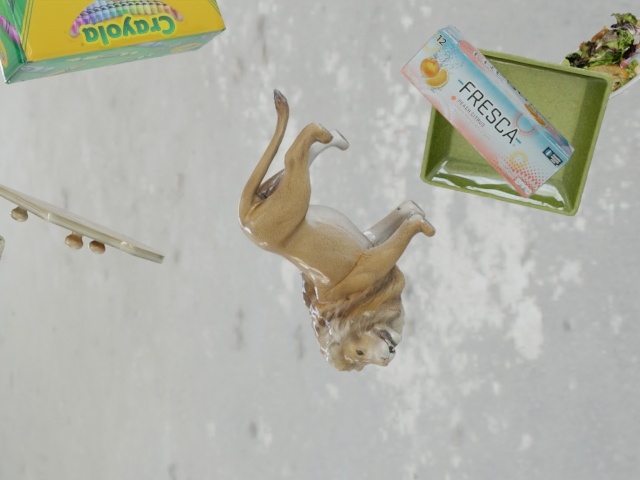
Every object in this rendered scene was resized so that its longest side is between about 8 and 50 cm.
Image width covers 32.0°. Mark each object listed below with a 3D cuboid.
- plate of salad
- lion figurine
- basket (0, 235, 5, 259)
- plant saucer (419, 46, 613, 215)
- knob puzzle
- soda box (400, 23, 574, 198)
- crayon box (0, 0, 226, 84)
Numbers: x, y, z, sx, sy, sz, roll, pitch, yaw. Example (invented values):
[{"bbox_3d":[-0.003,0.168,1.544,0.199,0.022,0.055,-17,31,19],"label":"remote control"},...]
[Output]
[{"bbox_3d":[0.345,-0.224,1.390,0.048,0.200,0.200,50,160,-20],"label":"plate of salad"},{"bbox_3d":[0.000,0.000,1.490,0.240,0.392,0.142,-44,25,9],"label":"lion figurine"},{"bbox_3d":[-0.438,0.011,1.210,0.103,0.167,0.113,0,65,25],"label":"basket"},{"bbox_3d":[0.220,-0.134,1.271,0.045,0.188,0.188,-65,-15,-51],"label":"plant saucer"},{"bbox_3d":[-0.247,-0.005,1.174,0.213,0.213,0.030,20,86,60],"label":"knob puzzle"},{"bbox_3d":[0.168,-0.131,1.120,0.183,0.058,0.063,46,115,1],"label":"soda box"},{"bbox_3d":[-0.270,-0.300,1.355,0.081,0.278,0.165,-21,88,53],"label":"crayon box"}]
